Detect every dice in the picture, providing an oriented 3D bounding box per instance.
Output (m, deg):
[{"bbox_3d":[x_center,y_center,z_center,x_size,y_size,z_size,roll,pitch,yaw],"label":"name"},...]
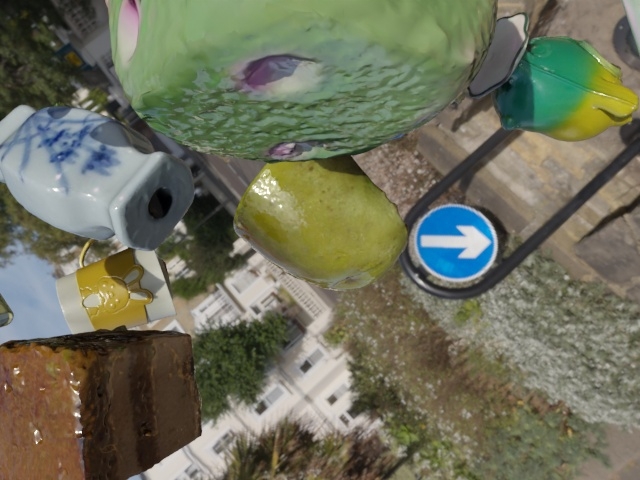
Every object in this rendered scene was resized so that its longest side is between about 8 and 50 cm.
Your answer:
[{"bbox_3d":[-0.033,-0.276,0.549,0.330,0.319,0.321,-20,73,51],"label":"dice"}]

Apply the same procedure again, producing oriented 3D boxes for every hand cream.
[{"bbox_3d":[0.555,-0.353,0.852,0.204,0.050,0.078,70,165,-6],"label":"hand cream"}]

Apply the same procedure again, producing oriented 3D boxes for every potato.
[{"bbox_3d":[0.000,0.000,1.000,0.280,0.213,0.330,38,143,11],"label":"potato"}]

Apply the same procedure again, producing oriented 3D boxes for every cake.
[{"bbox_3d":[-0.295,0.223,0.745,0.293,0.196,0.198,-1,-96,-63],"label":"cake"}]

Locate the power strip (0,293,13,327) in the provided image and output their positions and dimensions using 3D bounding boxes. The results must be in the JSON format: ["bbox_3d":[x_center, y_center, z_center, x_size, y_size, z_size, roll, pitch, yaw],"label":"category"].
[{"bbox_3d":[-0.588,0.049,0.801,0.268,0.034,0.092,43,-148,22],"label":"power strip"}]

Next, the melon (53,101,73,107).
[{"bbox_3d":[-0.645,-0.251,1.362,0.129,0.169,0.265,34,-178,32],"label":"melon"}]

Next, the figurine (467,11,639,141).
[{"bbox_3d":[0.501,-0.331,1.117,0.341,0.231,0.323,19,-171,-19],"label":"figurine"}]

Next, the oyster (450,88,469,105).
[{"bbox_3d":[0.392,-0.509,1.574,0.133,0.072,0.208,14,135,26],"label":"oyster"}]

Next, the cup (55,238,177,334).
[{"bbox_3d":[-0.457,0.090,1.135,0.240,0.226,0.185,70,162,-1],"label":"cup"}]

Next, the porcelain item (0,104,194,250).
[{"bbox_3d":[-0.456,-0.134,0.980,0.406,0.242,0.178,22,156,22],"label":"porcelain item"}]
